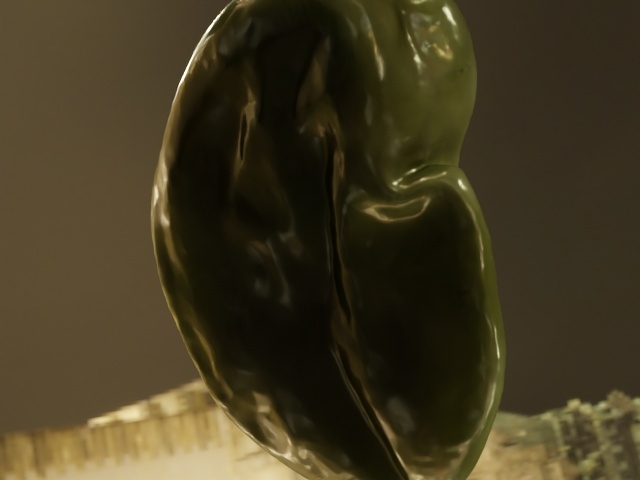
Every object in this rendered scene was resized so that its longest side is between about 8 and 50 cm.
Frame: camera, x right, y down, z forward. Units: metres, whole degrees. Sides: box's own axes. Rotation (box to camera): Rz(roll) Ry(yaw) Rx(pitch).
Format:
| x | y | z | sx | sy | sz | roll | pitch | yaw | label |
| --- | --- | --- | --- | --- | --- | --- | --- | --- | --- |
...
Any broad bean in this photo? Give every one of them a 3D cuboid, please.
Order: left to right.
| x | y | z | sx | sy | sz | roll | pitch | yaw | label |
| --- | --- | --- | --- | --- | --- | --- | --- | --- | --- |
| 0.002 | 0.000 | 0.598 | 0.153 | 0.072 | 0.207 | 5 | -83 | 38 | broad bean |
